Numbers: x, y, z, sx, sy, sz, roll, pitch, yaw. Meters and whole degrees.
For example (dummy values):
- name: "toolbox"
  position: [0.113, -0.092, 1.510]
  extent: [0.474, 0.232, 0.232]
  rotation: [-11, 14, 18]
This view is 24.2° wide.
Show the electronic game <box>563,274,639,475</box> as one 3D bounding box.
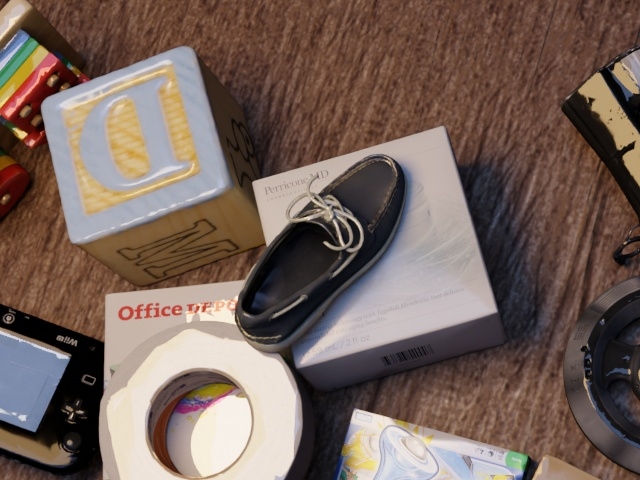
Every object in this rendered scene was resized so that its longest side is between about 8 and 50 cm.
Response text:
- name: "electronic game"
  position: [0.373, 0.142, 1.582]
  extent: [0.229, 0.048, 0.229]
  rotation: [-2, 71, 6]

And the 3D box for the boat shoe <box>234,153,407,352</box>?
- name: "boat shoe"
  position: [0.000, 0.000, 1.539]
  extent: [0.095, 0.079, 0.254]
  rotation: [37, 73, 22]

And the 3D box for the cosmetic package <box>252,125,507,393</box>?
- name: "cosmetic package"
  position: [0.066, 0.023, 1.647]
  extent: [0.224, 0.138, 0.224]
  rotation: [-16, 69, 6]

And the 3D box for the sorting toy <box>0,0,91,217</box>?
- name: "sorting toy"
  position: [-0.375, -0.133, 1.761]
  extent: [0.089, 0.255, 0.257]
  rotation: [40, 87, 9]

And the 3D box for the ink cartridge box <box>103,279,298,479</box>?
- name: "ink cartridge box"
  position: [-0.132, 0.192, 1.665]
  extent: [0.201, 0.117, 0.278]
  rotation: [-6, 72, 12]

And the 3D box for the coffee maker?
- name: "coffee maker"
  position: [0.343, -0.099, 1.625]
  extent: [0.171, 0.120, 0.178]
  rotation: [-34, 68, 4]

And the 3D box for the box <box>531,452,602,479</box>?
- name: "box"
  position: [0.289, 0.336, 1.543]
  extent: [0.201, 0.021, 0.164]
  rotation: [26, 81, 10]

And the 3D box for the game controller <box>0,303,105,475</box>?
- name: "game controller"
  position: [-0.390, 0.153, 1.733]
  extent: [0.319, 0.067, 0.166]
  rotation: [20, 73, 4]

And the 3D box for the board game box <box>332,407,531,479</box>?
- name: "board game box"
  position: [0.114, 0.274, 1.619]
  extent: [0.201, 0.035, 0.136]
  rotation: [13, 78, 17]

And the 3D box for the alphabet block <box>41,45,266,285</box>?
- name: "alphabet block"
  position: [-0.183, -0.080, 1.718]
  extent: [0.193, 0.197, 0.192]
  rotation: [-18, 69, 9]

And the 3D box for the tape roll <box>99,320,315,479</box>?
- name: "tape roll"
  position: [-0.118, 0.197, 1.558]
  extent: [0.219, 0.072, 0.219]
  rotation: [-3, 72, 10]
